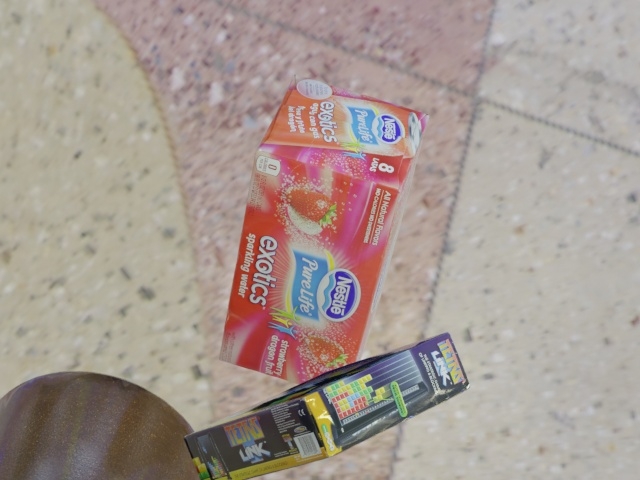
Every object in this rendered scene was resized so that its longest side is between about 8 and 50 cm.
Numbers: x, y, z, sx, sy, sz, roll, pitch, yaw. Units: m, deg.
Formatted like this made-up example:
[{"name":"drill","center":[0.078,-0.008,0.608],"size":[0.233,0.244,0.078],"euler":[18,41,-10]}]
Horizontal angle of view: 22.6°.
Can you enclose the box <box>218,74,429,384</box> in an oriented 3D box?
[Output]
[{"name":"box","center":[0.000,0.000,1.417],"size":[0.128,0.257,0.122],"euler":[17,41,4]}]

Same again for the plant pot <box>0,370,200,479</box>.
[{"name":"plant pot","center":[-0.221,0.266,1.373],"size":[0.215,0.215,0.230],"euler":[31,31,-11]}]

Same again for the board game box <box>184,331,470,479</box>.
[{"name":"board game box","center":[0.003,0.125,1.171],"size":[0.141,0.170,0.048],"euler":[-22,89,-38]}]
